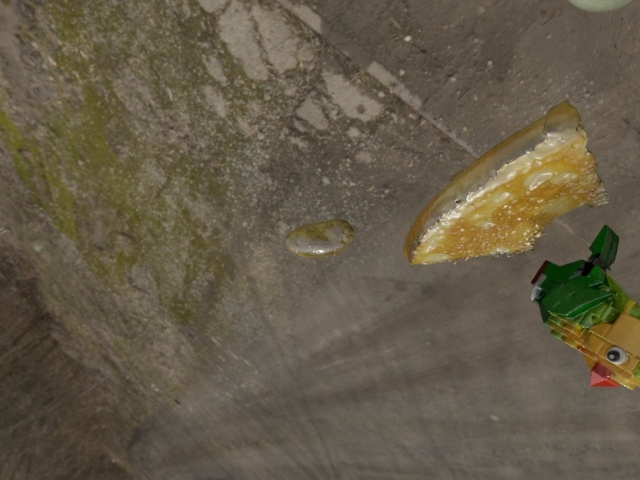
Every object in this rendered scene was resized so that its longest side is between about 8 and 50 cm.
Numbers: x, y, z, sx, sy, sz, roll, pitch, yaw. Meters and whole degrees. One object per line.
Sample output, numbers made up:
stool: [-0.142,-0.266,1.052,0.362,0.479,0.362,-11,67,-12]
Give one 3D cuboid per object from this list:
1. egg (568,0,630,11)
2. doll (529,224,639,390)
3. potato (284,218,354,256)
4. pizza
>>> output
egg: [0.774,-0.785,1.159,0.258,0.258,0.352,-2,168,40]
doll: [0.354,0.090,0.536,0.106,0.186,0.134,30,124,-31]
potato: [0.000,0.000,0.542,0.092,0.045,0.046,-13,86,7]
pizza: [0.260,-0.059,0.601,0.223,0.089,0.323,6,148,-24]
